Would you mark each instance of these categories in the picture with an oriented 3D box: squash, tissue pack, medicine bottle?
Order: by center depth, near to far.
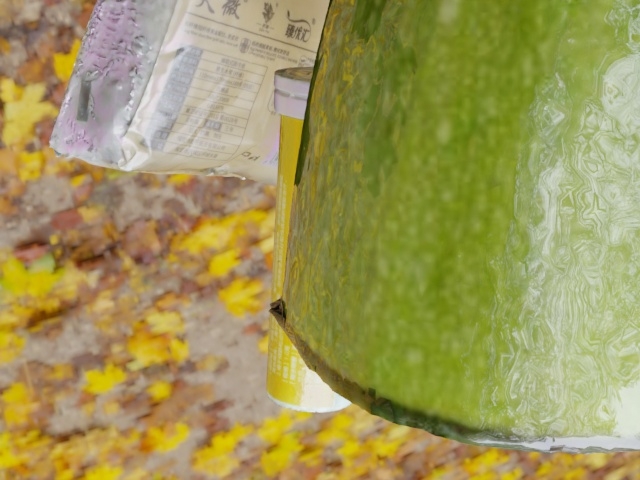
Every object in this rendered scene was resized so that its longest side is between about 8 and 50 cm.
[{"bbox_3d":[0.122,-0.103,0.579,0.310,0.310,0.308,-11,113,-18],"label":"squash"},{"bbox_3d":[0.000,0.000,0.786,0.074,0.074,0.218,-3,107,-26],"label":"medicine bottle"},{"bbox_3d":[-0.087,-0.151,1.036,0.257,0.123,0.215,0,114,-60],"label":"tissue pack"}]
